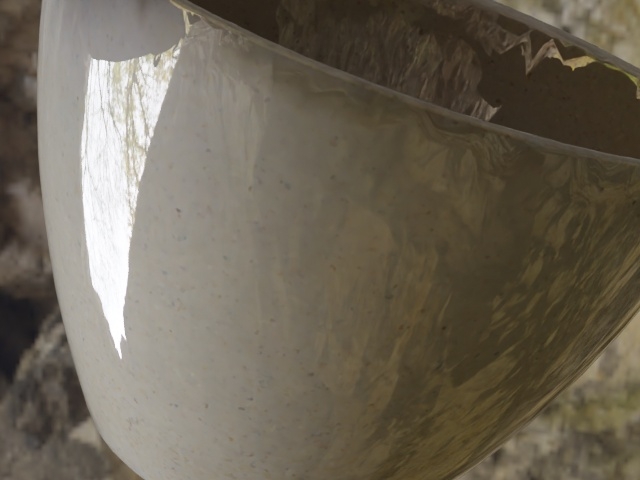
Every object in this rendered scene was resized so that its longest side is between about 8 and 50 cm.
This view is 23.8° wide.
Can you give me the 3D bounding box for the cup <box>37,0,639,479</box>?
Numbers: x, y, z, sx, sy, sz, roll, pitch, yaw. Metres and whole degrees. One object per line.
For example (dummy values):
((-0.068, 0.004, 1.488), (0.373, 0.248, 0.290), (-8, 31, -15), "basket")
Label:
((0.000, 0.000, 0.738), (0.331, 0.237, 0.331), (19, -162, -6), "cup")
